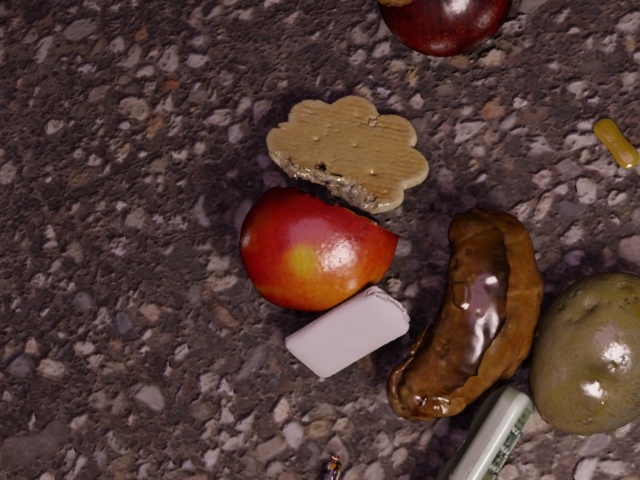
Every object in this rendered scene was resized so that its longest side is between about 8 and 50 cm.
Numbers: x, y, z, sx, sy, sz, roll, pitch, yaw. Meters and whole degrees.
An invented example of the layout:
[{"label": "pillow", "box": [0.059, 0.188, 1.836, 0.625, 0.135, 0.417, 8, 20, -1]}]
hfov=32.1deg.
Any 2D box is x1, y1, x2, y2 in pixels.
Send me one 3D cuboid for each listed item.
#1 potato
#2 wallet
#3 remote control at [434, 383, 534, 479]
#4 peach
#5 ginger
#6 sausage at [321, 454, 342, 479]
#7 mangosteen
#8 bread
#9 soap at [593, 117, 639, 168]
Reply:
[{"label": "potato", "box": [0.377, 0.154, 1.497, 0.235, 0.160, 0.178, -50, 50, 7]}, {"label": "wallet", "box": [0.042, 0.134, 1.609, 0.190, 0.095, 0.033, -32, 31, 28]}, {"label": "remote control", "box": [0.182, 0.347, 1.512, 0.065, 0.128, 0.335, 31, 85, 24]}, {"label": "peach", "box": [0.000, 0.000, 1.633, 0.226, 0.190, 0.196, -20, 41, 11]}, {"label": "ginger", "box": [0.216, 0.115, 1.546, 0.172, 0.165, 0.321, 22, 86, 14]}, {"label": "sausage", "box": [-0.001, 0.407, 1.604, 0.028, 0.025, 0.198, -5, 68, 62]}, {"label": "mangosteen", "box": [0.169, -0.387, 1.651, 0.215, 0.257, 0.215, -2, 86, 35]}, {"label": "bread", "box": [0.051, -0.141, 1.709, 0.250, 0.039, 0.182, 28, 58, 21]}, {"label": "soap", "box": [0.435, -0.143, 1.635, 0.034, 0.012, 0.089, -35, 68, 5]}]
